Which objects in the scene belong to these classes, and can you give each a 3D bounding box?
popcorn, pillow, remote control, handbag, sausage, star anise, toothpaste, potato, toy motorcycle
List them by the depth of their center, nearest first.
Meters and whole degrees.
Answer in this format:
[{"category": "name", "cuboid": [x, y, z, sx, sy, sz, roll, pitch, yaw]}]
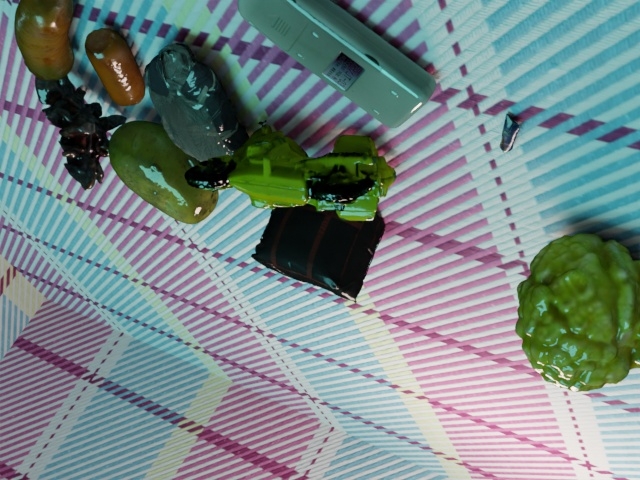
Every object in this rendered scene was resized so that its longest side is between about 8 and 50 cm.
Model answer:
[{"category": "toothpaste", "cuboid": [0.261, -0.146, 1.447, 0.027, 0.019, 0.083, 51, 165, 21]}, {"category": "remote control", "cuboid": [0.017, -0.271, 1.455, 0.296, 0.056, 0.140, 36, 157, -7]}, {"category": "popcorn", "cuboid": [0.405, 0.104, 1.557, 0.212, 0.259, 0.259, -10, 136, 39]}, {"category": "toy motorcycle", "cuboid": [-0.044, -0.111, 1.749, 0.342, 0.206, 0.142, 7, 121, 28]}, {"category": "pillow", "cuboid": [-0.207, -0.223, 1.828, 0.161, 0.092, 0.335, 15, 153, 25]}, {"category": "sausage", "cuboid": [-0.492, -0.379, 1.873, 0.109, 0.109, 0.270, 34, 160, -5]}, {"category": "sausage", "cuboid": [-0.367, -0.308, 1.888, 0.076, 0.076, 0.197, 25, 160, 18]}, {"category": "handbag", "cuboid": [0.000, 0.000, 1.934, 0.215, 0.169, 0.155, 19, 172, 29]}, {"category": "star anise", "cuboid": [-0.480, -0.236, 2.070, 0.282, 0.129, 0.212, 65, -168, 18]}, {"category": "potato", "cuboid": [-0.306, -0.140, 2.073, 0.228, 0.148, 0.197, 30, 172, 11]}]
